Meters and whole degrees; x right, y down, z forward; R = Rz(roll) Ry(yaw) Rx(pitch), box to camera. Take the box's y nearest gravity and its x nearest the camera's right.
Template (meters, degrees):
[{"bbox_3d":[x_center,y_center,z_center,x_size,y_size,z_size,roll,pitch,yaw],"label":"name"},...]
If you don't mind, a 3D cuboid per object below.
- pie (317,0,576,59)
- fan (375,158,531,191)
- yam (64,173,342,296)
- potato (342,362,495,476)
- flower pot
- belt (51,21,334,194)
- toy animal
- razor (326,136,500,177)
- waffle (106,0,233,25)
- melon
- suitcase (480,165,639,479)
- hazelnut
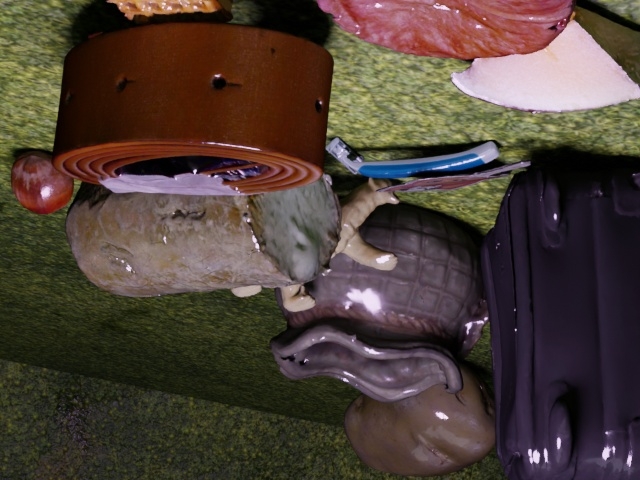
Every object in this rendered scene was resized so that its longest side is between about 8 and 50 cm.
[{"bbox_3d":[0.094,-0.198,1.054,0.219,0.054,0.204,0,162,29],"label":"pie"},{"bbox_3d":[0.158,-0.068,1.478,0.132,0.009,0.220,-5,177,-32],"label":"fan"},{"bbox_3d":[-0.135,-0.033,1.532,0.300,0.195,0.195,-4,160,38],"label":"yam"},{"bbox_3d":[0.204,0.343,2.602,0.243,0.221,0.326,9,155,-33],"label":"potato"},{"bbox_3d":[0.085,0.085,1.761,0.302,0.213,0.302,10,163,3],"label":"flower pot"},{"bbox_3d":[-0.125,-0.119,1.270,0.217,0.122,0.339,11,171,-36],"label":"belt"},{"bbox_3d":[0.000,0.000,1.605,0.219,0.101,0.103,-27,140,24],"label":"toy animal"},{"bbox_3d":[0.103,-0.087,1.474,0.191,0.037,0.068,1,161,29],"label":"razor"},{"bbox_3d":[-0.141,-0.225,1.114,0.102,0.042,0.148,3,163,21],"label":"waffle"},{"bbox_3d":[0.198,-0.149,1.181,0.098,0.054,0.182,23,160,-24],"label":"melon"},{"bbox_3d":[0.281,0.107,1.489,0.188,0.345,0.339,-3,166,1],"label":"suitcase"},{"bbox_3d":[-0.355,-0.075,1.720,0.086,0.086,0.086,9,164,2],"label":"hazelnut"}]
